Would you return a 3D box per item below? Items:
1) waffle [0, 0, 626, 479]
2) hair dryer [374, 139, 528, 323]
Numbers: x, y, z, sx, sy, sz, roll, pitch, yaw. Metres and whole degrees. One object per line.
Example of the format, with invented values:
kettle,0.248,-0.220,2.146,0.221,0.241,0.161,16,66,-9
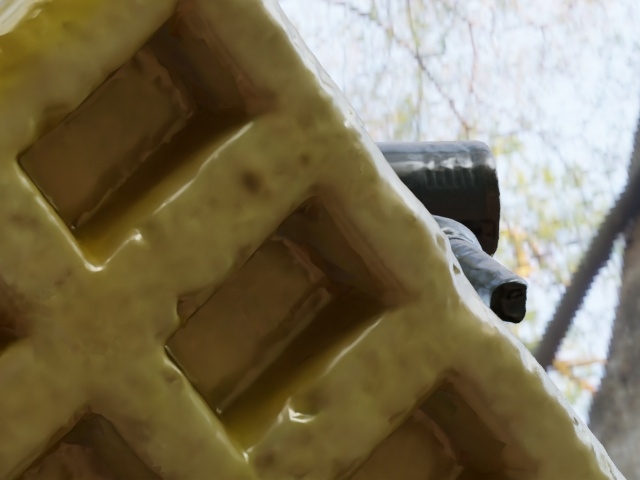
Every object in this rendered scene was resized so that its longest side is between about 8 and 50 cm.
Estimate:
waffle,-0.044,0.077,0.425,0.221,0.055,0.248,-45,-69,-20
hair dryer,-0.013,0.002,0.565,0.173,0.195,0.050,-4,-81,-11
